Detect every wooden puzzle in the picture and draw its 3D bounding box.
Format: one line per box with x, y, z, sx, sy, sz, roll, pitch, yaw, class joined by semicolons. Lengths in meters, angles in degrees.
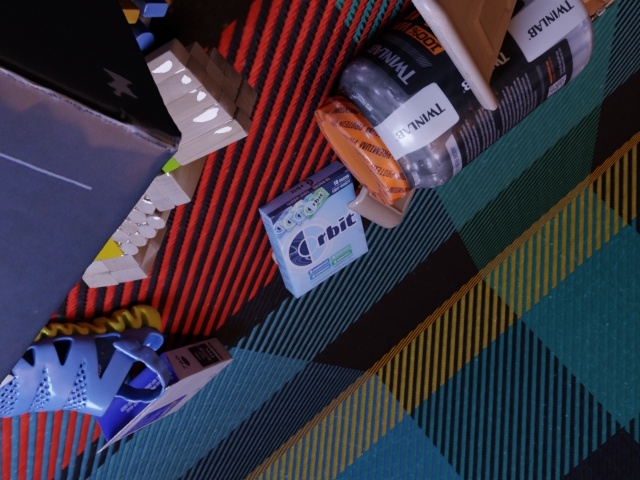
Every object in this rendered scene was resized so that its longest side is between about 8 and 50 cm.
0.136;-0.141;1.222;0.238;0.044;0.221;-61;157;3;wooden puzzle
0.159;-0.337;0.721;0.322;0.081;0.347;13;91;-68;wooden puzzle

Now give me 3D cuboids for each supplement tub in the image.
0.172;-0.213;0.971;0.338;0.207;0.207;-39;159;-5;supplement tub

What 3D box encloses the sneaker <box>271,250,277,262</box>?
0.000;0.000;1.298;0.186;0.069;0.084;-18;151;-48;sneaker

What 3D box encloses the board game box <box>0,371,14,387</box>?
-0.517;0.162;0.712;0.308;0.086;0.302;-37;159;-10;board game box

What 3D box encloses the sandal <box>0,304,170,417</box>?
-0.332;0.187;1.014;0.317;0.138;0.126;-15;150;-45;sandal

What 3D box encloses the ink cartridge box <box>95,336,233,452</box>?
-0.273;0.256;1.263;0.165;0.065;0.333;-42;173;5;ink cartridge box

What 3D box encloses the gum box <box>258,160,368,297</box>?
-0.007;-0.016;1.199;0.157;0.041;0.184;-33;135;-18;gum box

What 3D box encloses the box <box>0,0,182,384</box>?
-0.324;-0.016;0.390;0.294;0.212;0.395;24;117;-42;box

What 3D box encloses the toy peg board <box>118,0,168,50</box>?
-0.173;-0.205;0.576;0.161;0.079;0.161;-18;150;-45;toy peg board

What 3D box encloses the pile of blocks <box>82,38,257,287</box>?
-0.194;-0.091;0.774;0.362;0.149;0.112;-47;-157;42;pile of blocks

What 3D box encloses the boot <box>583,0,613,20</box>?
0.533;-0.455;1.234;0.283;0.109;0.220;-5;138;-54;boot
